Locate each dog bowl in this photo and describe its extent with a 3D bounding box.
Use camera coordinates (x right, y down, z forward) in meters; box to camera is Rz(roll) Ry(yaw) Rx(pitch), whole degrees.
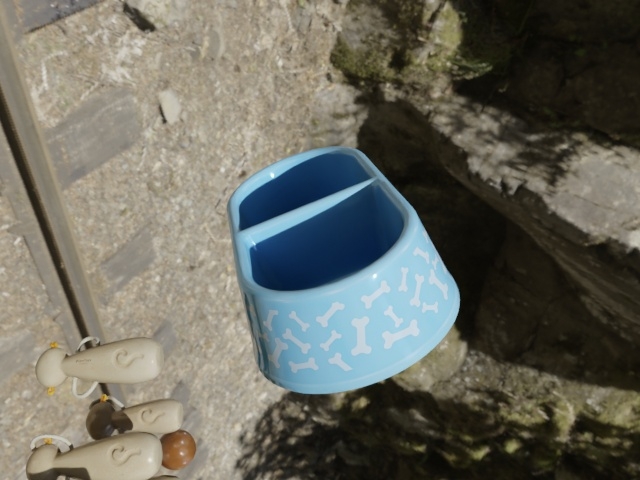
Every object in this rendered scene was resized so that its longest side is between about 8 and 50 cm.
[{"bbox_3d":[0.000,0.000,0.498,0.165,0.297,0.074,-22,117,-1],"label":"dog bowl"}]

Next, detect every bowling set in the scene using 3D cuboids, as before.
[{"bbox_3d":[-0.252,0.277,0.724,0.200,0.154,0.287,78,7,-62],"label":"bowling set"}]
